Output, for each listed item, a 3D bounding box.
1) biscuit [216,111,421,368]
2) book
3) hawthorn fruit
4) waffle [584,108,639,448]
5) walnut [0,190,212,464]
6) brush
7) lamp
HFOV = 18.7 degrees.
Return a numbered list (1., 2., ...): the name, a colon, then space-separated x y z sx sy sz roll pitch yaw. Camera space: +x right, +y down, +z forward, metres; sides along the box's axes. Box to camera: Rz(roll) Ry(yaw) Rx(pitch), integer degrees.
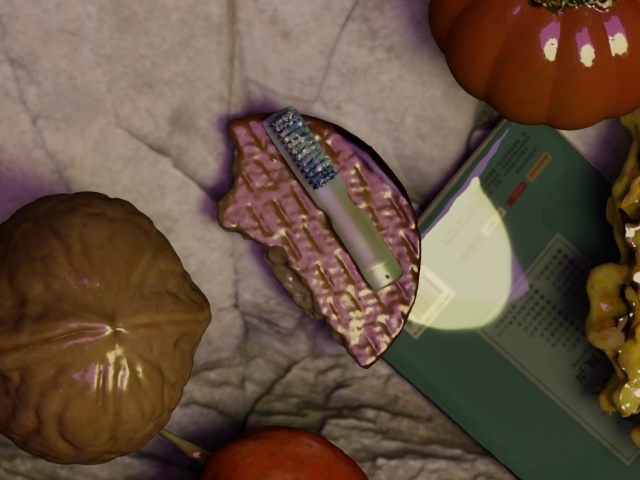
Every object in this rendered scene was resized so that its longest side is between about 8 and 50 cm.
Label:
1. biscuit: 0.000 0.000 1.676 0.176 0.031 0.228 -5 89 -7
2. book: 0.230 0.089 1.761 0.379 0.031 0.264 43 87 -15
3. hawthorn fruit: -0.080 0.200 1.661 0.285 0.165 0.165 42 87 1
4. waffle: 0.408 0.036 1.745 0.382 0.095 0.380 10 88 -22
5. walnut: -0.194 0.071 1.561 0.228 0.228 0.228 -2 98 -13
6. brush: 0.013 -0.037 1.649 0.033 0.030 0.178 -35 92 -18
7. lamp: 0.202 -0.197 1.632 0.223 0.196 0.223 0 61 -1
